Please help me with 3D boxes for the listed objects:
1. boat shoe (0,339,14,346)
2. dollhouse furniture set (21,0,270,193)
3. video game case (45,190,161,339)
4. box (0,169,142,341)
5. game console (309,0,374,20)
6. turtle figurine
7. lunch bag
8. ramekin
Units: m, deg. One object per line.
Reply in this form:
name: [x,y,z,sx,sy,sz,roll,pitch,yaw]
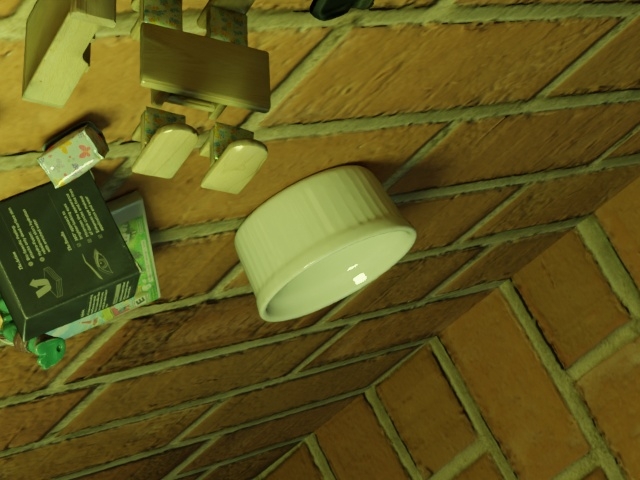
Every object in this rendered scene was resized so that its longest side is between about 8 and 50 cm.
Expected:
boat shoe: [-0.360,0.086,2.373,0.227,0.079,0.081,-24,168,-3]
dollhouse furniture set: [-0.153,-0.195,1.653,0.242,0.212,0.161,11,147,-23]
video game case: [-0.320,0.044,2.284,0.193,0.023,0.212,-24,142,-16]
box: [-0.330,0.018,2.085,0.158,0.156,0.093,-22,164,-20]
game console: [0.063,-0.352,1.827,0.213,0.044,0.361,-19,160,-26]
turtle figurine: [-0.445,0.103,2.205,0.234,0.175,0.118,0,-149,32]
lunch bag: [-0.290,-0.104,1.966,0.071,0.053,0.083,-31,-171,8]
ramekin: [0.000,0.000,2.610,0.277,0.135,0.277,-26,164,-8]
